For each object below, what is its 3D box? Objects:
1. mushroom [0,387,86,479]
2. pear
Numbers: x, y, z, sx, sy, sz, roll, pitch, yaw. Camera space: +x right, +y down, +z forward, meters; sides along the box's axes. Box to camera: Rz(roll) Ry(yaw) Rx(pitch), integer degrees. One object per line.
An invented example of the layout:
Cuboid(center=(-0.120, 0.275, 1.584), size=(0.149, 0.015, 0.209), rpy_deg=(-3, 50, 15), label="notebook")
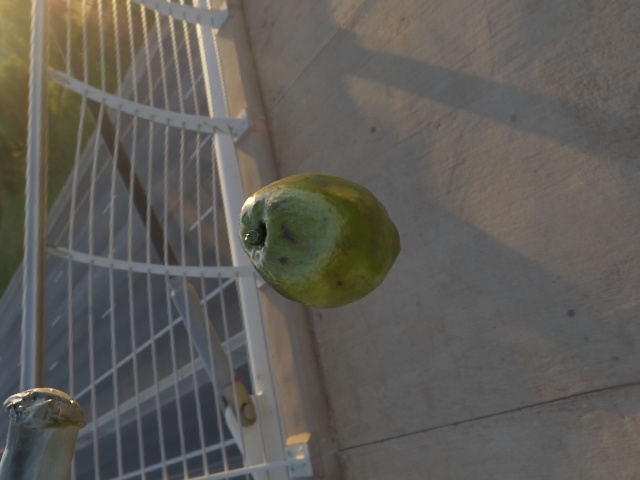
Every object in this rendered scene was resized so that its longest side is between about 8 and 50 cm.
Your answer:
Cuboid(center=(-0.250, 0.246, 0.444), size=(0.092, 0.081, 0.223), rpy_deg=(-28, 63, 19), label="mushroom")
Cuboid(center=(0.000, 0.000, 0.388), size=(0.107, 0.131, 0.107), rpy_deg=(8, 100, 58), label="pear")
